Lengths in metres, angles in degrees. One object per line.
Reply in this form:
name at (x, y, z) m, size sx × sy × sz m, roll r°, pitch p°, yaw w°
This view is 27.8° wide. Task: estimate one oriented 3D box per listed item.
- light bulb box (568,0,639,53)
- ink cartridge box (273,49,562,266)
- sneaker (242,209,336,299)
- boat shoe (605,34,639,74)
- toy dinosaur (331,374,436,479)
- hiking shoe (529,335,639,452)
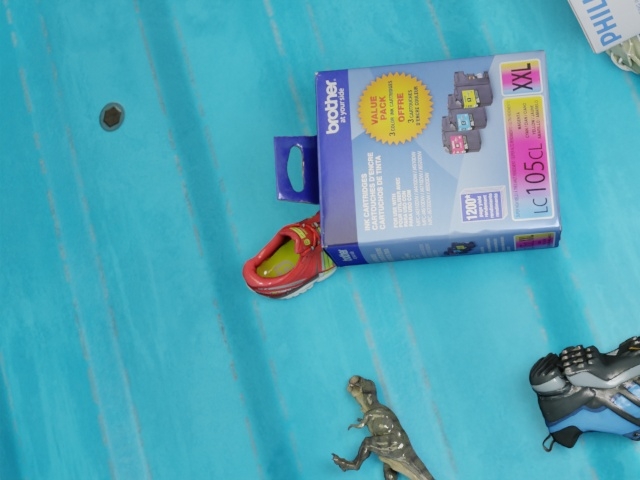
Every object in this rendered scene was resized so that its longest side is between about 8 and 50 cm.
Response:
light bulb box at (0.448, -0.505, 1.733) m, size 0.361 × 0.225 × 0.358 m, roll -25°, pitch 50°, yaw 15°
ink cartridge box at (0.137, -0.111, 1.860) m, size 0.395 × 0.151 × 0.270 m, roll -5°, pitch 76°, yaw 10°
sneaker at (0.000, 0.000, 1.977) m, size 0.279 × 0.118 × 0.107 m, roll -38°, pitch 66°, yaw 15°
boat shoe at (0.450, -0.290, 1.837) m, size 0.094 × 0.109 × 0.302 m, roll -39°, pitch 54°, yaw 28°
toy dinosaur at (0.095, 0.319, 1.899) m, size 0.118 × 0.064 × 0.268 m, roll -42°, pitch 68°, yaw 5°
hiking shoe at (0.440, 0.199, 1.745) m, size 0.304 × 0.113 × 0.132 m, roll -10°, pitch 105°, yaw 18°
